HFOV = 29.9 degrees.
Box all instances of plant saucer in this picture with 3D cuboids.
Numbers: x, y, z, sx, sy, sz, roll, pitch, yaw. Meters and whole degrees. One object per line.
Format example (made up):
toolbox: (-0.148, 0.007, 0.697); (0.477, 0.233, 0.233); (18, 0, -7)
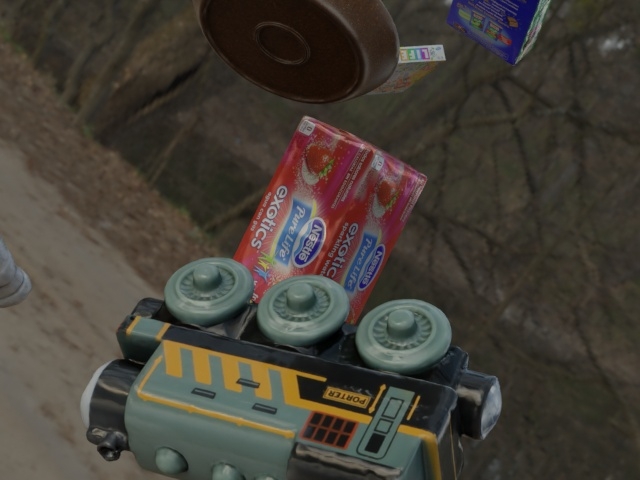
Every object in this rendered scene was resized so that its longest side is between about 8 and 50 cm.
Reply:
plant saucer: (-0.025, -0.154, 0.889); (0.168, 0.029, 0.168); (20, -27, 10)

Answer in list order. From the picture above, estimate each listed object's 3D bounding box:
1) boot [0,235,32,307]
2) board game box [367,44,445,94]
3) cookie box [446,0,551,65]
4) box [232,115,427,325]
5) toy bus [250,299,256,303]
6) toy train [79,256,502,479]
boot: (-0.442, 0.023, 1.322); (0.258, 0.095, 0.123); (9, -35, 29)
board game box: (0.112, -0.262, 1.860); (0.103, 0.026, 0.154); (-7, -9, -23)
cookie box: (0.187, -0.248, 1.234); (0.092, 0.040, 0.107); (36, -33, 15)
box: (0.000, 0.000, 1.420); (0.123, 0.256, 0.128); (29, 4, 36)
toy bus: (-0.097, 0.192, 1.274); (0.211, 0.149, 0.220); (56, -20, 37)
toy train: (-0.030, 0.128, 0.962); (0.334, 0.190, 0.142); (12, -46, 21)
